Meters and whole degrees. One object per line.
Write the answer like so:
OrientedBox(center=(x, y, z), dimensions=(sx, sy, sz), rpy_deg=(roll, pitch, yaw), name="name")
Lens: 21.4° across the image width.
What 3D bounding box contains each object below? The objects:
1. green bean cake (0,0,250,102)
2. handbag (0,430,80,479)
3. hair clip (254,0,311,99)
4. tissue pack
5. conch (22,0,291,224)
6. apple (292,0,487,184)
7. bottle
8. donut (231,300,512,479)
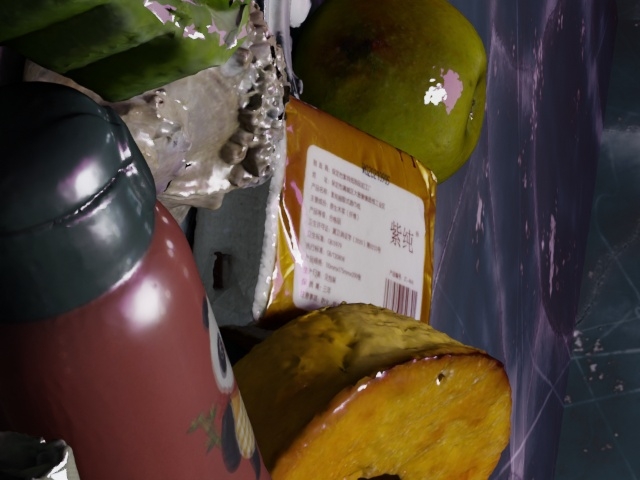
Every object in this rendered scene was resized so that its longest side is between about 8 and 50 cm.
OrientedBox(center=(-0.122, -0.188, 0.790), dimensions=(0.214, 0.113, 0.200), rpy_deg=(24, 62, -38), name="green bean cake")
OrientedBox(center=(-0.186, 0.227, 0.633), dimensions=(0.316, 0.109, 0.253), rpy_deg=(-23, 112, -44), name="handbag")
OrientedBox(center=(-0.028, -0.182, 1.347), dimensions=(0.116, 0.049, 0.172), rpy_deg=(62, 31, -67), name="hair clip")
OrientedBox(center=(0.000, 0.000, 1.289), dimensions=(0.226, 0.092, 0.183), rpy_deg=(21, 68, -51), name="tissue pack")
OrientedBox(center=(-0.101, -0.095, 1.020), dimensions=(0.245, 0.163, 0.178), rpy_deg=(-94, -153, -49), name="conch")
OrientedBox(center=(0.062, -0.130, 1.467), dimensions=(0.196, 0.157, 0.196), rpy_deg=(11, 90, -75), name="apple")
OrientedBox(center=(-0.120, 0.070, 0.908), dimensions=(0.144, 0.144, 0.336), rpy_deg=(-71, 155, -44), name="bottle")
OrientedBox(center=(0.004, 0.166, 1.215), dimensions=(0.303, 0.110, 0.303), rpy_deg=(-32, 145, -26), name="donut")
